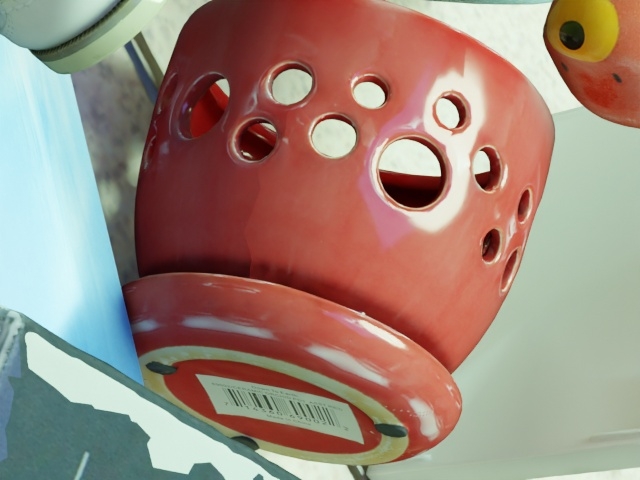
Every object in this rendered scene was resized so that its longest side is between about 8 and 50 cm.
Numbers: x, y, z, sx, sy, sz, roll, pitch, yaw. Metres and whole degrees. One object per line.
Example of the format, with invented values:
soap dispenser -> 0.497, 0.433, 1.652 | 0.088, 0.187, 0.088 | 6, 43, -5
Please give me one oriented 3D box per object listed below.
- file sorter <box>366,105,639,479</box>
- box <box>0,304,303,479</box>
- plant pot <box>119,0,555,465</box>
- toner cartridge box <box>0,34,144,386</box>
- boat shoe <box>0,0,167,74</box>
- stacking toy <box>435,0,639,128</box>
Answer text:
file sorter -> 0.193, 0.064, 1.103 | 0.173, 0.193, 0.277 | 49, 50, -27
box -> -0.067, 0.242, 0.691 | 0.395, 0.212, 0.293 | 36, 63, -35
plant pot -> 0.000, 0.000, 0.934 | 0.191, 0.191, 0.174 | 35, 60, -33
toner cartridge box -> -0.192, -0.066, 0.845 | 0.165, 0.075, 0.347 | -13, 88, -46
boat shoe -> -0.105, -0.200, 0.843 | 0.103, 0.113, 0.302 | 42, 35, -36
stacking toy -> 0.048, -0.137, 0.978 | 0.280, 0.309, 0.130 | -2, 105, -27
